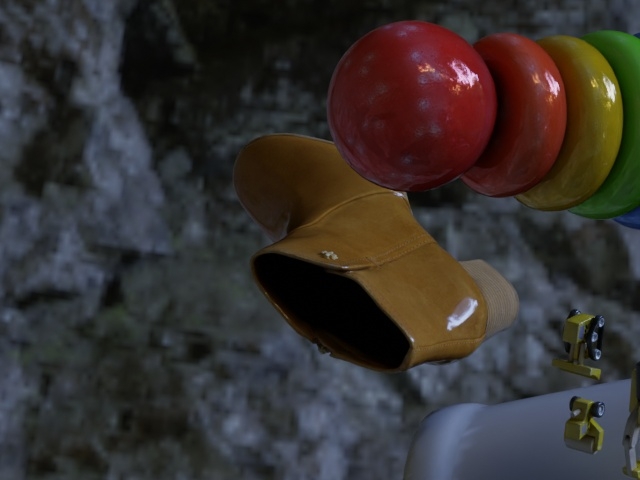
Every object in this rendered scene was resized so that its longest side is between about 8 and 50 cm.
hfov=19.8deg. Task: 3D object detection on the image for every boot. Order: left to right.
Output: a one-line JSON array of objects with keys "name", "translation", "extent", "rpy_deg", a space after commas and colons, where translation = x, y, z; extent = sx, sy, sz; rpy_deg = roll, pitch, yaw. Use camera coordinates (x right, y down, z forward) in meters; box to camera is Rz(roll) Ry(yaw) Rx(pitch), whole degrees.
[{"name": "boot", "translation": [0.000, 0.001, 1.404], "extent": [0.295, 0.104, 0.211], "rpy_deg": [32, 19, 26]}]

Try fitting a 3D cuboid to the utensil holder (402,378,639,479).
[{"name": "utensil holder", "translation": [0.298, 0.251, 1.379], "extent": [0.385, 0.328, 0.327], "rpy_deg": [-14, -37, 20]}]

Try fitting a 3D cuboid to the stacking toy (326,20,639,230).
[{"name": "stacking toy", "translation": [0.152, -0.061, 1.016], "extent": [0.330, 0.141, 0.141], "rpy_deg": [2, -27, -33]}]

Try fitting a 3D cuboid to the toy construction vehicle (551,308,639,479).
[{"name": "toy construction vehicle", "translation": [0.192, 0.105, 1.240], "extent": [0.086, 0.098, 0.035], "rpy_deg": [17, 18, 37]}]
